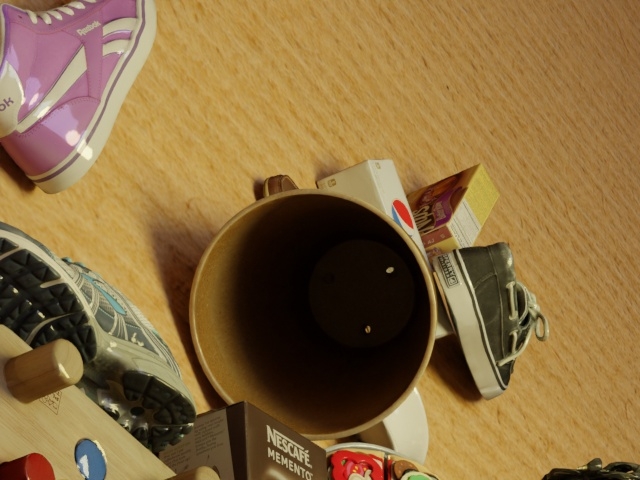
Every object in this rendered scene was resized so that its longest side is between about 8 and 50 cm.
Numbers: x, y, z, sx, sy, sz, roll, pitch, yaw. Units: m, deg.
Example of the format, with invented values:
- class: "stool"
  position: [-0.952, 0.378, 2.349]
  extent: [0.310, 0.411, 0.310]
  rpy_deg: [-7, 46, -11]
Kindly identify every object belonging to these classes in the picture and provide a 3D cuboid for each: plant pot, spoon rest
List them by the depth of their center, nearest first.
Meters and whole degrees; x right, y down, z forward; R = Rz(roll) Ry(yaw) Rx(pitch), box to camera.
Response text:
- class: "plant pot"
  position: [0.018, 0.061, 1.873]
  extent: [0.237, 0.237, 0.254]
  rpy_deg: [67, 13, 1]
- class: "spoon rest"
  position: [0.067, 0.216, 1.965]
  extent: [0.137, 0.084, 0.276]
  rpy_deg: [52, 31, -28]

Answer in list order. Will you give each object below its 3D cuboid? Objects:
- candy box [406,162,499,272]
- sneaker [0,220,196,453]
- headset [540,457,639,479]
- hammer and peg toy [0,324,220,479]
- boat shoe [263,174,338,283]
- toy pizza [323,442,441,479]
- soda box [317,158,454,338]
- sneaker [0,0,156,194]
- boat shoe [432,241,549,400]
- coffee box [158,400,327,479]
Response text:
- class: "candy box"
  position: [0.139, -0.018, 2.250]
  extent: [0.053, 0.109, 0.186]
  rpy_deg: [60, 28, -13]
- class: "sneaker"
  position: [-0.220, 0.067, 1.567]
  extent: [0.283, 0.110, 0.122]
  rpy_deg: [48, 14, -37]
- class: "headset"
  position: [0.279, 0.441, 2.064]
  extent: [0.243, 0.185, 0.394]
  rpy_deg: [30, 56, -51]
- class: "hammer and peg toy"
  position: [-0.222, 0.191, 1.403]
  extent: [0.361, 0.127, 0.266]
  rpy_deg: [47, 33, -34]
- class: "boat shoe"
  position: [0.000, 0.000, 2.033]
  extent: [0.178, 0.060, 0.064]
  rpy_deg: [59, 28, -15]
- class: "toy pizza"
  position: [0.066, 0.273, 1.807]
  extent: [0.201, 0.032, 0.201]
  rpy_deg: [17, 42, -17]
- class: "soda box"
  position: [0.074, 0.018, 2.140]
  extent: [0.069, 0.074, 0.216]
  rpy_deg: [-7, 75, -62]
- class: "sneaker"
  position: [-0.243, -0.191, 1.700]
  extent: [0.161, 0.102, 0.282]
  rpy_deg: [47, 33, -28]
- class: "boat shoe"
  position: [0.208, 0.089, 2.202]
  extent: [0.306, 0.105, 0.113]
  rpy_deg: [67, 4, -54]
- class: "coffee box"
  position: [-0.064, 0.284, 1.652]
  extent: [0.141, 0.098, 0.246]
  rpy_deg: [38, 39, -48]
